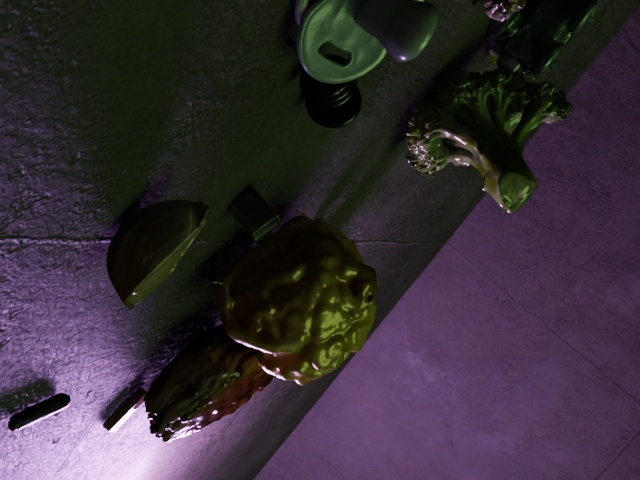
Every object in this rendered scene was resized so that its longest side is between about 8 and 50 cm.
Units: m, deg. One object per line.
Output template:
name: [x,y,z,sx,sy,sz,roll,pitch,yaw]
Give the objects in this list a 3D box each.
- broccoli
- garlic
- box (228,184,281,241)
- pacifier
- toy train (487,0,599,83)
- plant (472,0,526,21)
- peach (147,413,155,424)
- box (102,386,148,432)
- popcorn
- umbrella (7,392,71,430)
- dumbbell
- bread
broccoli: [0.347,-0.212,2.171,0.353,0.275,0.397,-21,-138,44]
garlic: [-0.258,0.003,1.460,0.195,0.101,0.087,-48,161,-7]
box: [-0.122,-0.048,1.758,0.063,0.085,0.060,-38,165,-7]
pacifier: [0.088,-0.335,1.414,0.227,0.207,0.279,13,118,-53]
toy train: [0.534,-0.513,2.306,0.307,0.173,0.249,-50,174,4]
plant: [0.371,-0.524,2.026,0.122,0.104,0.116,-4,101,-26]
peach: [-0.348,0.388,2.175,0.101,0.101,0.101,-44,164,-16]
box: [-0.415,0.361,2.040,0.115,0.025,0.048,-46,170,-11]
popcorn: [-0.064,0.107,1.937,0.381,0.349,0.349,26,109,-34]
umbrella: [-0.492,0.300,1.669,0.133,0.031,0.036,-21,147,-59]
dumbbell: [0.018,-0.250,1.614,0.099,0.099,0.208,-47,165,-7]
bread: [-0.235,0.287,2.090,0.277,0.167,0.324,-45,163,26]
